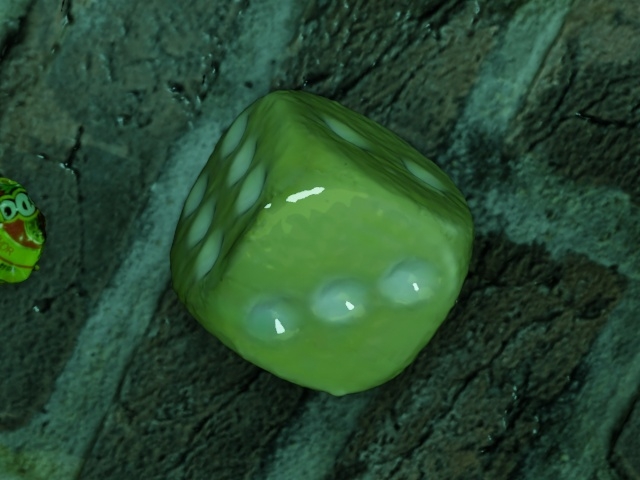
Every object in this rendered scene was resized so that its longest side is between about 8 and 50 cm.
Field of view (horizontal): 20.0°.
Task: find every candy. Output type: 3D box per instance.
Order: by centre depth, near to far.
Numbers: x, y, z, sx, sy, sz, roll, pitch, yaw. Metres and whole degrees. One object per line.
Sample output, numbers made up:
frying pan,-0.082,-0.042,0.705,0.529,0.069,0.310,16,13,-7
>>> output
candy,-0.307,0.050,1.380,0.262,0.077,0.073,-41,137,20

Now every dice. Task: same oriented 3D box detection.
dice,0.000,0.000,1.345,0.169,0.169,0.166,26,107,-21
